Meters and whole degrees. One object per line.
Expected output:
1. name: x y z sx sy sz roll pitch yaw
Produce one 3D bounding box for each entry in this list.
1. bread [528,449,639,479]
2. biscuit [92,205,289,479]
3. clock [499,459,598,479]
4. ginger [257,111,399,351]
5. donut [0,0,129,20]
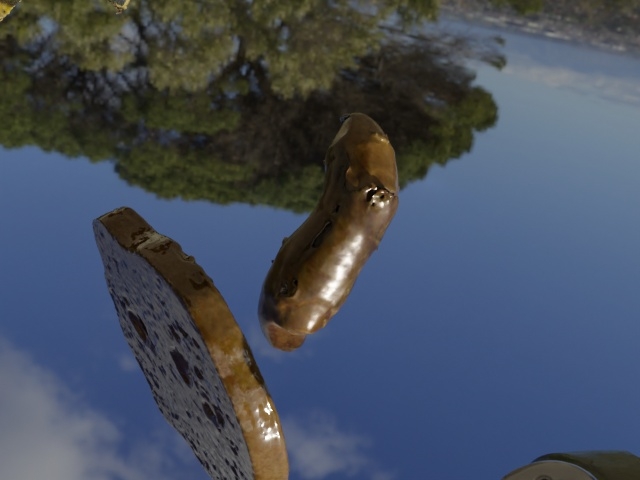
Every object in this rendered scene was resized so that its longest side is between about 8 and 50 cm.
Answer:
1. bread: 0.392 0.473 1.245 0.129 0.381 0.366 2 -132 -20
2. biscuit: -0.112 0.109 0.806 0.049 0.272 0.257 -27 -142 -26
3. clock: 0.188 0.238 0.658 0.117 0.080 0.176 -9 -141 23
4. ginger: 0.008 0.001 1.071 0.107 0.309 0.133 23 -174 -31
5. donut: -0.270 -0.298 0.908 0.181 0.146 0.078 -7 -165 -12
